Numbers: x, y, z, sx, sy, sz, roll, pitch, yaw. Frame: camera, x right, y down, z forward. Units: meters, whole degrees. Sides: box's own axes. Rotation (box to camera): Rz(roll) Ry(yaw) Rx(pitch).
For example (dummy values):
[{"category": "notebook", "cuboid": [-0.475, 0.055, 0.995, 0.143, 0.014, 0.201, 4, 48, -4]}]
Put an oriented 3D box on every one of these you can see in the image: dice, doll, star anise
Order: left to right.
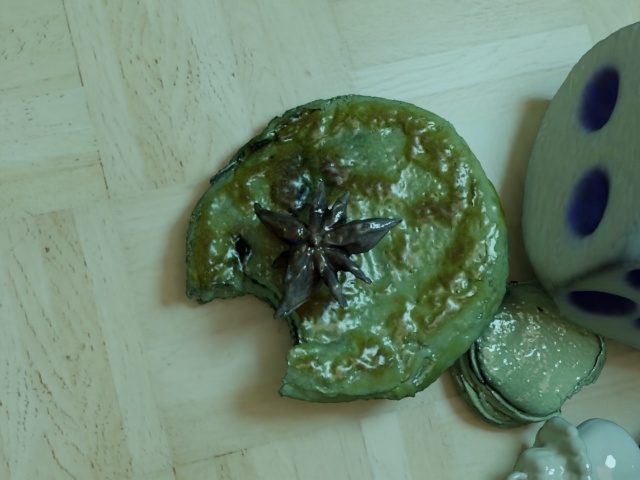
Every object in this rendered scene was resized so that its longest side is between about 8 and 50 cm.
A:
[{"category": "star anise", "cuboid": [0.011, 0.001, 1.567, 0.129, 0.056, 0.124, -15, 69, 11]}, {"category": "doll", "cuboid": [0.305, 0.219, 1.665, 0.293, 0.119, 0.138, -3, 104, -18]}, {"category": "dice", "cuboid": [0.355, -0.040, 1.621, 0.259, 0.243, 0.251, 20, 65, -21]}]

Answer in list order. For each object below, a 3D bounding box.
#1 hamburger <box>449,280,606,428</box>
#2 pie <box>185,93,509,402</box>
[{"category": "hamburger", "cuboid": [0.190, 0.104, 1.676, 0.140, 0.062, 0.133, -29, 90, -17]}, {"category": "pie", "cuboid": [0.031, 0.005, 1.635, 0.302, 0.067, 0.302, 0, 74, -2]}]
